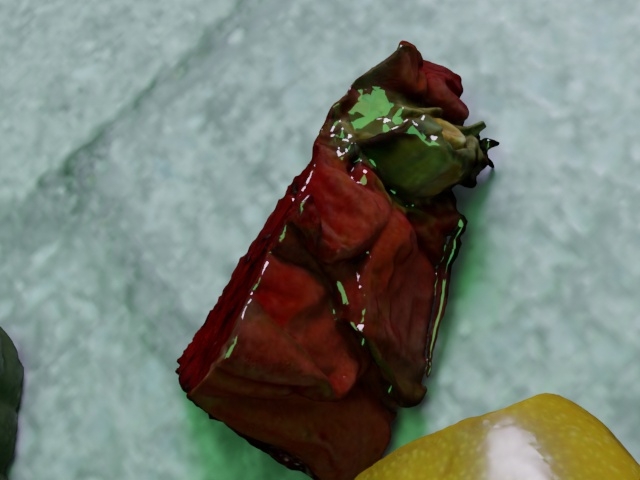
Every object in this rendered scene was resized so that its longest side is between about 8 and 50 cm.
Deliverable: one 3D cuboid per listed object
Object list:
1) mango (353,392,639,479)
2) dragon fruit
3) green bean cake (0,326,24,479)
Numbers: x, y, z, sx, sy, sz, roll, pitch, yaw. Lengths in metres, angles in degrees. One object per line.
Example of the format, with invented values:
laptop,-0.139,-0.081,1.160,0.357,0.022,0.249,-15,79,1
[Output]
mango,0.065,0.223,0.627,0.187,0.144,0.359,7,68,21
dragon fruit,0.018,0.009,0.801,0.092,0.122,0.192,29,75,-8
green bean cake,-0.238,0.120,0.844,0.183,0.094,0.185,-5,71,21
